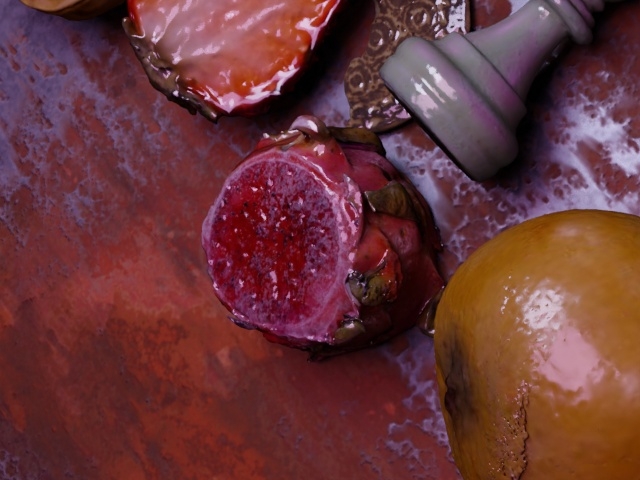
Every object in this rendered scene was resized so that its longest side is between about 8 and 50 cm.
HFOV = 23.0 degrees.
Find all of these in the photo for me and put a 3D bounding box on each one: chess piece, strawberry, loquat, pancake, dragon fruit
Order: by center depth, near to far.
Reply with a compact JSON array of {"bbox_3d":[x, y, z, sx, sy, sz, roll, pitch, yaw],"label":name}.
[{"bbox_3d":[0.202,0.107,1.162,0.263,0.263,0.263,-8,74,30],"label":"loquat"},{"bbox_3d":[0.190,-0.183,1.335,0.271,0.139,0.139,-42,60,3],"label":"chess piece"},{"bbox_3d":[0.000,0.000,1.380,0.282,0.147,0.211,31,95,35],"label":"dragon fruit"},{"bbox_3d":[0.060,-0.189,1.464,0.184,0.020,0.190,34,96,32],"label":"pancake"},{"bbox_3d":[-0.064,-0.223,1.498,0.236,0.111,0.190,-31,93,10],"label":"strawberry"}]

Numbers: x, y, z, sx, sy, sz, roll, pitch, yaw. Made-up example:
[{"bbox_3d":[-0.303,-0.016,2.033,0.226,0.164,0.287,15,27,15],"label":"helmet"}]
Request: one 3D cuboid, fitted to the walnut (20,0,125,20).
[{"bbox_3d":[-0.245,-0.301,1.638,0.211,0.087,0.167,31,88,38],"label":"walnut"}]
